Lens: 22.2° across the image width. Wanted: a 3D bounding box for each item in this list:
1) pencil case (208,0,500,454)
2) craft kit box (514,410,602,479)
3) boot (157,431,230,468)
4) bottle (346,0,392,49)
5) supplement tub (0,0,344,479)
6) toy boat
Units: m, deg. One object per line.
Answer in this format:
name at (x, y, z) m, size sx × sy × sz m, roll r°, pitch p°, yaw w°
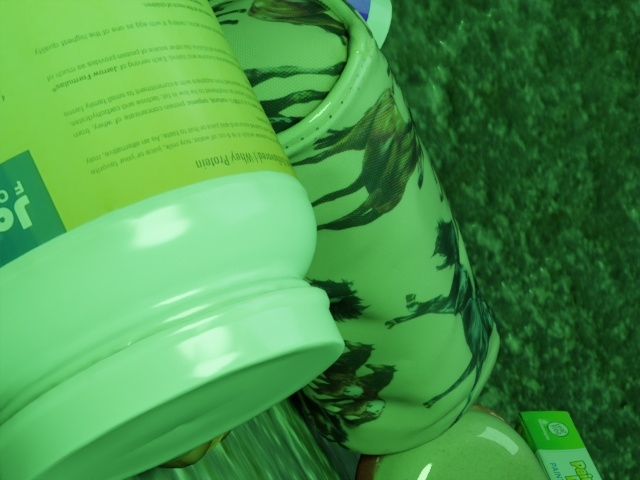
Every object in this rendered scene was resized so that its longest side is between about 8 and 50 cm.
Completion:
pencil case at (0.000, 0.000, 1.114) m, size 0.410 × 0.184 × 0.159 m, roll 60°, pitch 34°, yaw -52°
craft kit box at (0.209, 0.324, 1.448) m, size 0.246 × 0.061 × 0.249 m, roll -114°, pitch -152°, yaw -53°
boot at (-0.095, 0.011, 0.749) m, size 0.152 × 0.073 × 0.197 m, roll 31°, pitch 43°, yaw -77°
bottle at (-0.082, -0.193, 1.069) m, size 0.283 × 0.118 × 0.092 m, roll 25°, pitch -20°, yaw -29°
supplement tub at (-0.089, -0.025, 0.560) m, size 0.199 × 0.144 × 0.144 m, roll 63°, pitch 5°, yaw 13°
toy boat at (0.100, 0.224, 1.299) m, size 0.151 × 0.151 × 0.231 m, roll 17°, pitch -35°, yaw 52°
